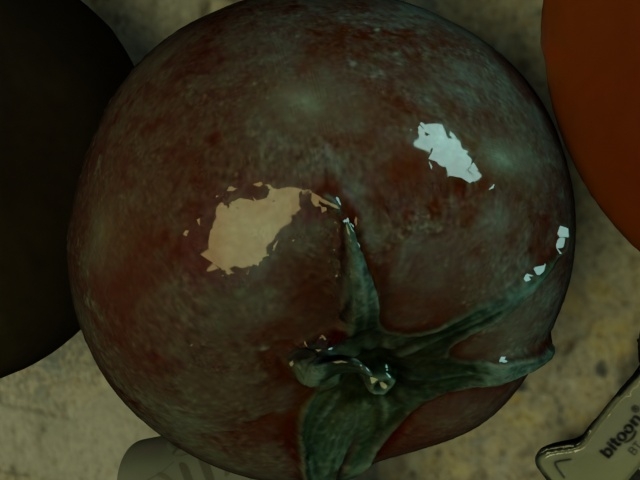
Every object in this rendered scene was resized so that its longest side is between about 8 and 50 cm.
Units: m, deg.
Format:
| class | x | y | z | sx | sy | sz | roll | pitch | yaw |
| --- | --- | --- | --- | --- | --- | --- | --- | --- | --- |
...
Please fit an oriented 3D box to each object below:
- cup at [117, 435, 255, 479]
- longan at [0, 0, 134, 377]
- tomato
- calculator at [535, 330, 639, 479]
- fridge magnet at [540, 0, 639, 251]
| class | x | y | z | sx | sy | sz | roll | pitch | yaw |
| --- | --- | --- | --- | --- | --- | --- | --- | --- | --- |
| cup | -0.077 | 0.167 | 1.202 | 0.133 | 0.099 | 0.136 | -14 | 97 | 27 |
| longan | -0.239 | -0.046 | 1.130 | 0.243 | 0.300 | 0.300 | -1 | 103 | 2 |
| tomato | 0.000 | 0.000 | 1.007 | 0.316 | 0.317 | 0.282 | -46 | 43 | 26 |
| calculator | 0.285 | 0.179 | 1.076 | 0.268 | 0.040 | 0.177 | 40 | 115 | 10 |
| fridge magnet | 0.304 | -0.124 | 0.920 | 0.364 | 0.155 | 0.363 | 3 | 96 | 25 |
